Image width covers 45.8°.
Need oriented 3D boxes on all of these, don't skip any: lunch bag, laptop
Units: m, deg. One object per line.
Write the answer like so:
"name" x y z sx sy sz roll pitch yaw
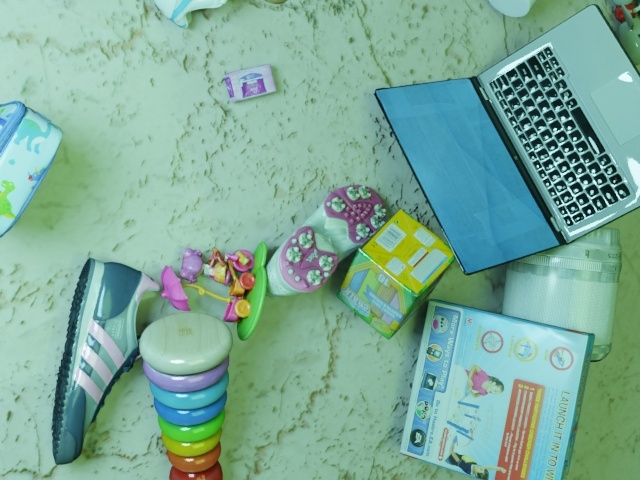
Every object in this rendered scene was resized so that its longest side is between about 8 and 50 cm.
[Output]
"lunch bag" -0.438 -0.104 1.027 0.090 0.219 0.176 35 80 -32
"laptop" 0.382 -0.192 1.349 0.236 0.407 0.382 9 54 -63

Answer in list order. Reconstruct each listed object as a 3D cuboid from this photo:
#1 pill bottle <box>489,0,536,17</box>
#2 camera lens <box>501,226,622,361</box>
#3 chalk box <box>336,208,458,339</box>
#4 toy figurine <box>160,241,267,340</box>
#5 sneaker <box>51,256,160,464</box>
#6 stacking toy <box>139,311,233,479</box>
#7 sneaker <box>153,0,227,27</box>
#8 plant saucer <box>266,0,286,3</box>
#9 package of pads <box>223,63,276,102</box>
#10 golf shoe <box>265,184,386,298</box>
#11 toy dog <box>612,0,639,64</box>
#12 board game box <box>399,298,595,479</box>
"pill bottle" 0.419 -0.549 1.487 0.119 0.119 0.208 41 76 -25
"camera lens" 0.482 0.102 1.527 0.219 0.219 0.274 5 93 -28
"chalk box" 0.126 0.075 1.353 0.132 0.213 0.132 39 56 13
"toy figurine" -0.181 0.064 1.250 0.159 0.130 0.173 16 68 -19
"sneaker" -0.332 0.194 1.173 0.131 0.112 0.319 12 91 -27
"stacking toy" -0.208 0.285 1.219 0.141 0.141 0.330 -13 121 -26
"sneaker" -0.159 -0.424 1.177 0.228 0.087 0.092 -29 118 20
"plant saucer" -0.077 -0.449 1.296 0.083 0.015 0.084 -3 96 -28
"package of pads" -0.118 -0.267 1.283 0.083 0.032 0.050 -19 102 -25
"golf shoe" 0.000 0.000 1.337 0.306 0.140 0.115 -38 93 -42
"toy dog" 0.677 -0.552 1.597 0.334 0.161 0.220 46 74 -23
"board game box" 0.328 0.290 1.421 0.086 0.301 0.308 11 90 -61
